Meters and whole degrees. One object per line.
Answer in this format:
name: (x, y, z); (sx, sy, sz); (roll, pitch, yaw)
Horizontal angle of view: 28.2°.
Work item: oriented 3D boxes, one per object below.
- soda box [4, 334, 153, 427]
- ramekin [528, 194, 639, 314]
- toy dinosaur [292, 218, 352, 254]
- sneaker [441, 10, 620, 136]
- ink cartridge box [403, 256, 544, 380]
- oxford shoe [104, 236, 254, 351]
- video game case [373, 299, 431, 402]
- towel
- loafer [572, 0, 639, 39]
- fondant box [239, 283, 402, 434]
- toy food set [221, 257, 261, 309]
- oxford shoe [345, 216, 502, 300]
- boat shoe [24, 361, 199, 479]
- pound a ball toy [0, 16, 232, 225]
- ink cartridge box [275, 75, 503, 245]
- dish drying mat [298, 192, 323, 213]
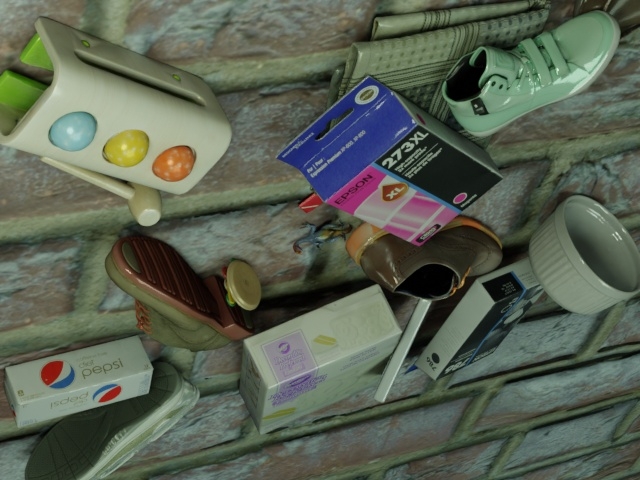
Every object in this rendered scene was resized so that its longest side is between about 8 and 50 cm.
soda box: (-0.373, 0.216, 1.965); (0.216, 0.074, 0.069); (-12, 144, -26)
ramekin: (0.463, 0.033, 2.251); (0.207, 0.207, 0.109); (6, 145, -42)
toy dinosaur: (0.000, 0.000, 1.990); (0.082, 0.047, 0.090); (-20, 163, 21)
sneaker: (0.284, -0.238, 1.725); (0.256, 0.094, 0.151); (-34, 157, 14)
ink cartridge box: (0.292, 0.162, 2.368); (0.165, 0.065, 0.333); (-21, 155, -35)
oxford shoe: (-0.227, 0.100, 1.878); (0.130, 0.123, 0.348); (-31, 147, 13)
video game case: (0.153, 0.162, 2.194); (0.201, 0.023, 0.183); (-66, 175, 17)
towel: (0.144, -0.207, 1.814); (0.324, 0.056, 0.312); (-15, 148, -25)
loafer: (0.523, -0.381, 1.777); (0.366, 0.130, 0.134); (-33, 148, 6)
fondant box: (-0.008, 0.207, 2.145); (0.238, 0.096, 0.330); (-22, 161, -13)
toy food set: (-0.120, 0.067, 1.949); (0.020, 0.083, 0.082); (-21, 156, 30)
oxford shoe: (0.195, 0.045, 2.107); (0.363, 0.133, 0.130); (1, 137, -46)
boat shoe: (-0.345, 0.326, 2.106); (0.320, 0.118, 0.103); (-39, 143, 3)
pound a ball toy: (-0.255, -0.112, 1.542); (0.208, 0.136, 0.319); (-45, 144, 23)
ink cartridge box: (0.108, -0.105, 1.829); (0.175, 0.069, 0.371); (-40, 147, 18)
dish drying mat: (0.006, -0.070, 1.922); (0.083, 0.008, 0.032); (-35, 147, 9)
